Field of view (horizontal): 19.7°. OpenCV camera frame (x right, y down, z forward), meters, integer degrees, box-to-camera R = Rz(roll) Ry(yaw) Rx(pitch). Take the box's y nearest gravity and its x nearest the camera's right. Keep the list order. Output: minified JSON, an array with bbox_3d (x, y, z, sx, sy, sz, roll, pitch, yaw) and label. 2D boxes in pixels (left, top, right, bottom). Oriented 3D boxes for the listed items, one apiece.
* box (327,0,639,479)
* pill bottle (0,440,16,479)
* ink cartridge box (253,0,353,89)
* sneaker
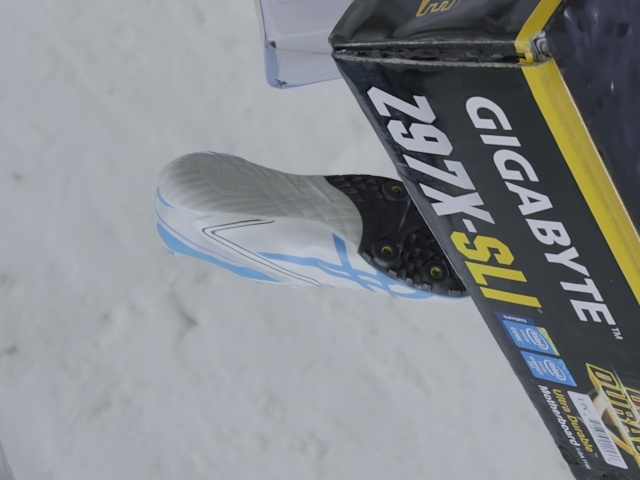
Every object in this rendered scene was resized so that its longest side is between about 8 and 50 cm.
[{"bbox_3d":[0.161,-0.073,0.606,0.322,0.079,0.257,-54,-52,-29],"label":"box"},{"bbox_3d":[-0.185,0.106,0.646,0.161,0.283,0.161,-2,-124,3],"label":"pill bottle"},{"bbox_3d":[0.055,-0.342,1.447,0.270,0.151,0.395,-9,-98,-4],"label":"ink cartridge box"},{"bbox_3d":[0.000,0.000,1.273,0.237,0.086,0.085,15,-128,12],"label":"sneaker"}]
